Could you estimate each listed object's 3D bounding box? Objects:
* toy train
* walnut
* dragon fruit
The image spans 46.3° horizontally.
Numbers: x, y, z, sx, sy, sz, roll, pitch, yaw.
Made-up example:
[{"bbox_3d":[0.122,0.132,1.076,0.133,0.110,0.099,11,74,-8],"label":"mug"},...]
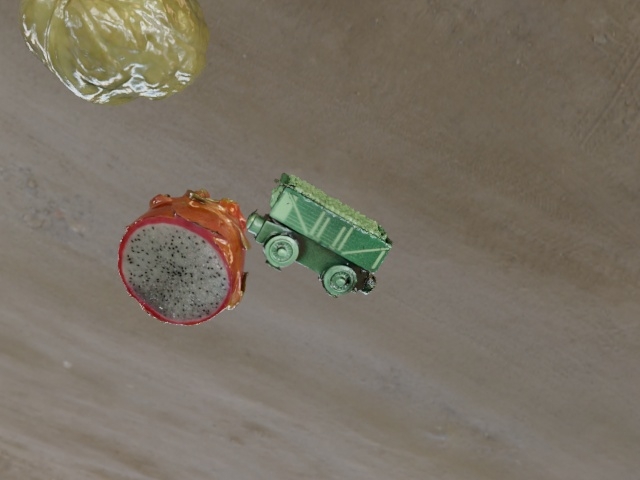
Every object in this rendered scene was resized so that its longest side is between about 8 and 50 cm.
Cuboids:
[{"bbox_3d":[0.000,0.000,1.365,0.269,0.115,0.154,30,104,-9],"label":"toy train"},{"bbox_3d":[-0.337,-0.358,1.236,0.282,0.253,0.277,-10,170,23],"label":"walnut"},{"bbox_3d":[-0.288,0.021,1.705,0.305,0.226,0.305,5,118,10],"label":"dragon fruit"}]
